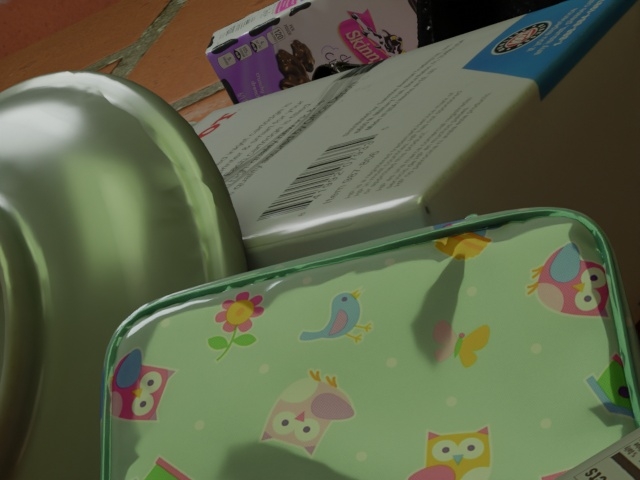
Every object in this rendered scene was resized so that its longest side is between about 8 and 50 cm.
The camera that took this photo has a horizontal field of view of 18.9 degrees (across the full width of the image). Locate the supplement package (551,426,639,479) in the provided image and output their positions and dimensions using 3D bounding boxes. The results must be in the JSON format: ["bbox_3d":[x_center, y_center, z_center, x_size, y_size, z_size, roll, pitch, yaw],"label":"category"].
[{"bbox_3d":[0.144,0.180,0.579,0.263,0.199,0.198,-30,18,-4],"label":"supplement package"}]

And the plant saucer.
[{"bbox_3d":[-0.209,0.083,1.159,0.400,0.400,0.100,-12,-20,43],"label":"plant saucer"}]

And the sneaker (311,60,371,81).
[{"bbox_3d":[0.085,-0.071,1.392,0.118,0.083,0.222,-2,22,-31],"label":"sneaker"}]

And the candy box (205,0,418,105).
[{"bbox_3d":[0.019,-0.157,1.798,0.196,0.165,0.070,-26,18,12],"label":"candy box"}]

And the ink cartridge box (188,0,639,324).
[{"bbox_3d":[0.020,0.006,1.244,0.395,0.166,0.285,-13,23,43],"label":"ink cartridge box"}]

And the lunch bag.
[{"bbox_3d":[0.034,0.103,0.934,0.279,0.108,0.224,-12,53,10],"label":"lunch bag"}]

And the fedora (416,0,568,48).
[{"bbox_3d":[0.211,-0.164,1.443,0.152,0.334,0.334,0,2,-30],"label":"fedora"}]
